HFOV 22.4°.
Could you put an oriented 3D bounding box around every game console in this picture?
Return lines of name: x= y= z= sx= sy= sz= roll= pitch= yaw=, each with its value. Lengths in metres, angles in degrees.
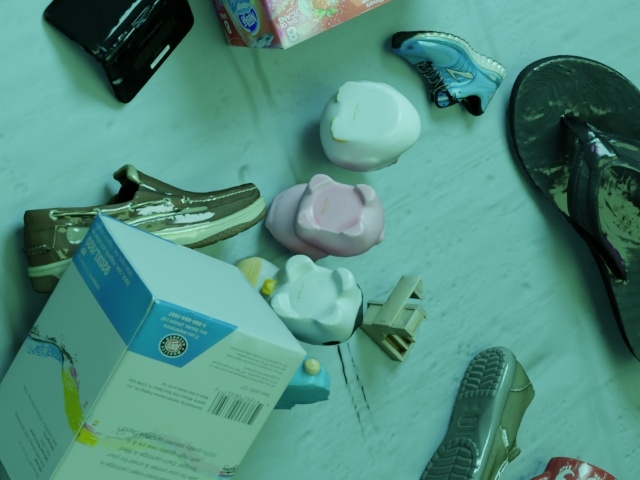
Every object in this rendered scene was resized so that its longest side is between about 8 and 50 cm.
game console: x=-0.193 y=-0.215 z=1.571 sx=0.122 sy=0.071 sz=0.107 roll=-54 pitch=151 yaw=-23

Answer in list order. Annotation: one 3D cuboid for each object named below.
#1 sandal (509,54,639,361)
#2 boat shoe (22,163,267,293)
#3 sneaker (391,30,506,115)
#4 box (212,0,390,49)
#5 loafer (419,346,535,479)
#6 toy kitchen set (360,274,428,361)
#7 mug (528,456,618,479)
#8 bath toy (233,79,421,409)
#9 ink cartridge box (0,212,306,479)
sandal: x=0.376 y=-0.029 z=1.920 sx=0.167 sy=0.107 sz=0.446 roll=-32 pitch=109 yaw=-2
boat shoe: x=-0.167 y=-0.029 z=1.550 sx=0.257 sy=0.095 sz=0.095 roll=-20 pitch=98 yaw=-36
sneaker: x=0.142 y=-0.186 z=1.805 sx=0.162 sy=0.063 sz=0.073 roll=23 pitch=81 yaw=-36
box: x=0.033 y=-0.316 z=1.626 sx=0.300 sy=0.142 sz=0.154 roll=-28 pitch=109 yaw=-20
loafer: x=0.187 y=0.247 z=1.836 sx=0.087 sy=0.094 sz=0.251 roll=34 pitch=71 yaw=-30
toy kitchen set: x=0.101 y=0.087 z=1.769 sx=0.075 sy=0.083 sz=0.068 roll=46 pitch=66 yaw=-30
mug: x=0.276 y=0.342 z=1.903 sx=0.150 sy=0.113 sz=0.169 roll=40 pitch=65 yaw=-34
bath toy: x=0.000 y=0.000 z=1.663 sx=0.129 sy=0.151 sz=0.348 roll=68 pitch=41 yaw=-67
ink cartridge box: x=-0.164 y=0.133 z=1.458 sx=0.171 sy=0.168 sz=0.233 roll=23 pitch=105 yaw=-36
